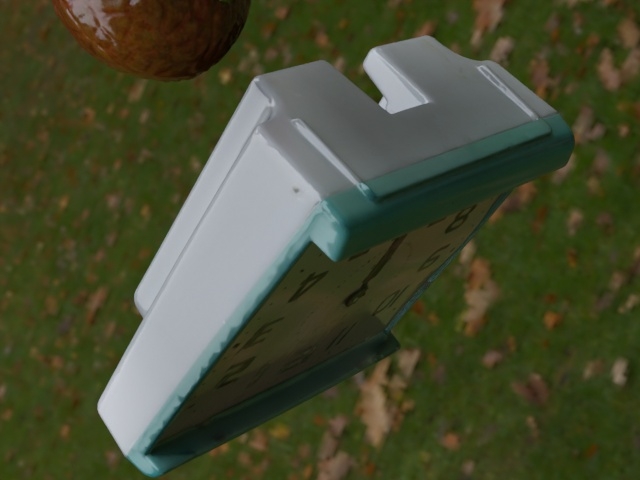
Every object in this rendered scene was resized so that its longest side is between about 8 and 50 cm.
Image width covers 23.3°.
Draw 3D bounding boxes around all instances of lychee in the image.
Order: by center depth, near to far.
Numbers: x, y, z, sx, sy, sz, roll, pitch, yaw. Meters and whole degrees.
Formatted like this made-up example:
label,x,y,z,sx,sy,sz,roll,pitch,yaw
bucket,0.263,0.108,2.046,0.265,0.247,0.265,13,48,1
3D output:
label,x,y,z,sx,sy,sz,roll,pitch,yaw
lychee,-0.075,-0.137,0.742,0.140,0.101,0.114,-41,30,57

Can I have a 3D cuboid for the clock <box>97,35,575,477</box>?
label,x,y,z,sx,sy,sz,roll,pitch,yaw
clock,0.000,0.000,0.927,0.262,0.116,0.231,-20,-26,-51
